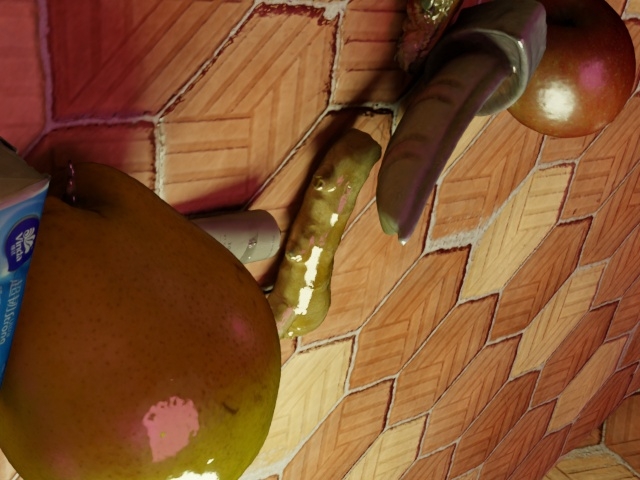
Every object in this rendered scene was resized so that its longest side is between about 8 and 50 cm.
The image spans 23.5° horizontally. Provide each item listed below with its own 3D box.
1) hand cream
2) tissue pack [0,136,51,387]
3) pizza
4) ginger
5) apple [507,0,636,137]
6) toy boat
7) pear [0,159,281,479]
[{"bbox_3d":[-0.113,0.004,1.617,0.186,0.054,0.087,-13,133,-45],"label":"hand cream"},{"bbox_3d":[-0.337,0.050,1.162,0.198,0.146,0.263,-27,146,-45],"label":"tissue pack"},{"bbox_3d":[0.127,-0.262,1.655,0.195,0.052,0.185,-59,172,34],"label":"pizza"},{"bbox_3d":[-0.003,-0.002,1.780,0.118,0.065,0.299,-27,145,-51],"label":"ginger"},{"bbox_3d":[0.294,-0.218,1.854,0.181,0.181,0.168,-39,147,-25],"label":"apple"},{"bbox_3d":[0.135,-0.138,1.722,0.293,0.111,0.276,-52,-175,-1],"label":"toy boat"},{"bbox_3d":[-0.173,0.096,1.363,0.285,0.285,0.336,-43,154,-18],"label":"pear"}]
